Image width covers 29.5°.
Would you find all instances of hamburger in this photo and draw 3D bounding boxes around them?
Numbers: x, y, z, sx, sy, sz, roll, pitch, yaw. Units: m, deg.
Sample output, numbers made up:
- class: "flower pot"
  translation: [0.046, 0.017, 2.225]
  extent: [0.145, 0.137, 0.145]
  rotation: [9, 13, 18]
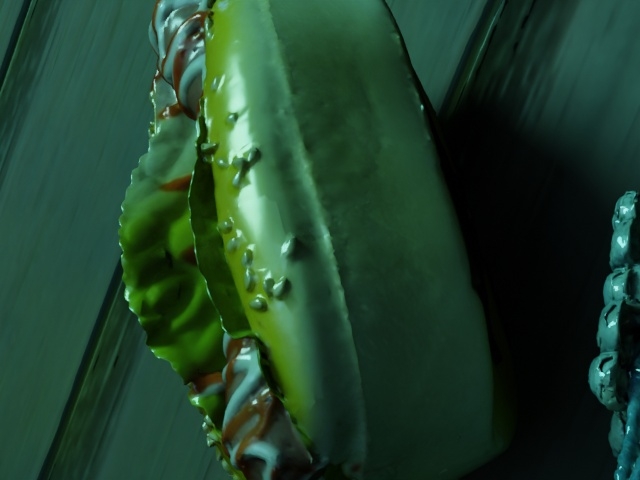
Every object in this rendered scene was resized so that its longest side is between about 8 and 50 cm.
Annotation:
- class: "hamburger"
  translation: [0.000, 0.000, 0.454]
  extent: [0.116, 0.173, 0.210]
  rotation: [-18, 69, 11]

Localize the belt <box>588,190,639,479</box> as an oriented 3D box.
- class: "belt"
  translation: [0.109, 0.074, 0.371]
  extent: [0.100, 0.065, 0.179]
  rotation: [15, 61, 33]
